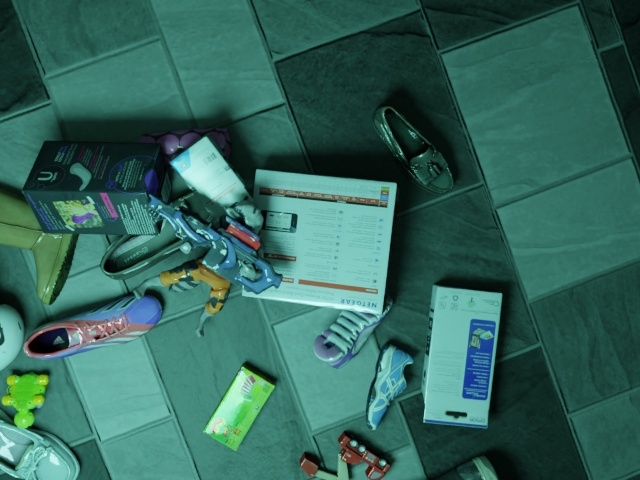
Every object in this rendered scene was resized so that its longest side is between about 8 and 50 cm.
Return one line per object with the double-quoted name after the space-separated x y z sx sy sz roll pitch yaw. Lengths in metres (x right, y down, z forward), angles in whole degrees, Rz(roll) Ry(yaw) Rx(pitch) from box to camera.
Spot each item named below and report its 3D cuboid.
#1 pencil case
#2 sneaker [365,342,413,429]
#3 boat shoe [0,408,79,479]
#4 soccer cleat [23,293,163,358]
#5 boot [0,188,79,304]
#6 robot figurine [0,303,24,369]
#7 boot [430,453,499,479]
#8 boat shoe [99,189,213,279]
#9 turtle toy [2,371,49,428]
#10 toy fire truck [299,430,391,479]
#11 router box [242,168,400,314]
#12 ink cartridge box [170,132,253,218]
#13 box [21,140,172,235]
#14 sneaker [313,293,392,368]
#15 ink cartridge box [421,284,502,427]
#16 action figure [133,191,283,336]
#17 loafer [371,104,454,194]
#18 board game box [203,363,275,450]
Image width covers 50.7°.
-0.314 -0.210 1.590 0.209 0.098 0.095 -2 52 -2 "pencil case"
0.162 0.359 1.632 0.081 0.080 0.211 17 91 0 "sneaker"
-0.715 0.483 1.570 0.320 0.103 0.118 36 89 -3 "boat shoe"
-0.524 0.207 1.569 0.318 0.116 0.109 -16 92 -3 "soccer cleat"
-0.716 0.007 1.573 0.269 0.089 0.236 15 78 -5 "boot"
-0.816 0.199 1.521 0.278 0.209 0.174 18 52 -3 "robot figurine"
0.324 0.734 1.620 0.284 0.138 0.378 -14 88 -4 "boot"
-0.367 -0.015 1.584 0.335 0.095 0.112 -35 93 -2 "boat shoe"
-0.686 0.371 1.579 0.095 0.066 0.130 1 57 -3 "turtle toy"
0.060 0.545 1.646 0.192 0.047 0.135 35 89 -4 "toy fire truck"
0.000 0.000 1.575 0.335 0.082 0.301 7 91 11 "router box"
-0.244 -0.140 1.539 0.104 0.060 0.180 -34 107 5 "ink cartridge box"
-0.488 -0.116 1.507 0.270 0.143 0.165 2 50 3 "box"
0.083 0.217 1.625 0.236 0.105 0.095 -43 51 -20 "sneaker"
0.340 0.281 1.650 0.165 0.065 0.333 7 89 -4 "ink cartridge box"
-0.266 0.020 1.509 0.341 0.178 0.330 42 103 -17 "action figure"
0.223 -0.215 1.620 0.096 0.084 0.267 -43 93 -2 "loafer"
-0.195 0.401 1.630 0.092 0.043 0.181 31 89 -3 "board game box"
